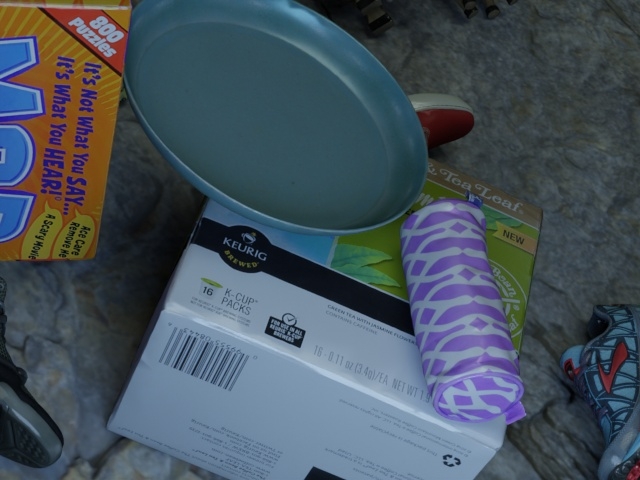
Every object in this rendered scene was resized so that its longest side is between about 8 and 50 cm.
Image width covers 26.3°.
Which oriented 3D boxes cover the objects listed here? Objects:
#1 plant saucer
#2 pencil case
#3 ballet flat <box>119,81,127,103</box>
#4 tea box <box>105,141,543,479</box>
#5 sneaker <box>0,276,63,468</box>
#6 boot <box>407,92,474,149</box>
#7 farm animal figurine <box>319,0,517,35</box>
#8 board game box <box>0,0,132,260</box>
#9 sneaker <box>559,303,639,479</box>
[{"bbox_3d":[-0.045,-0.121,1.291,0.318,0.043,0.317,18,44,-19],"label":"plant saucer"},{"bbox_3d":[0.124,0.060,1.216,0.088,0.086,0.206,30,41,-39],"label":"pencil case"},{"bbox_3d":[-0.275,-0.242,1.592,0.070,0.070,0.188,-20,64,-36],"label":"ballet flat"},{"bbox_3d":[0.012,0.073,1.356,0.329,0.220,0.323,23,46,-6],"label":"tea box"},{"bbox_3d":[-0.306,0.105,1.270,0.227,0.087,0.130,38,46,7],"label":"sneaker"},{"bbox_3d":[0.102,-0.077,1.622,0.244,0.088,0.176,-15,61,-25],"label":"boot"},{"bbox_3d":[0.127,-0.406,1.822,0.327,0.330,0.172,-28,68,-8],"label":"farm animal figurine"},{"bbox_3d":[-0.386,-0.224,1.290,0.356,0.356,0.356,0,54,-15],"label":"board game box"},{"bbox_3d":[0.322,0.170,1.527,0.125,0.104,0.262,15,41,10],"label":"sneaker"}]
